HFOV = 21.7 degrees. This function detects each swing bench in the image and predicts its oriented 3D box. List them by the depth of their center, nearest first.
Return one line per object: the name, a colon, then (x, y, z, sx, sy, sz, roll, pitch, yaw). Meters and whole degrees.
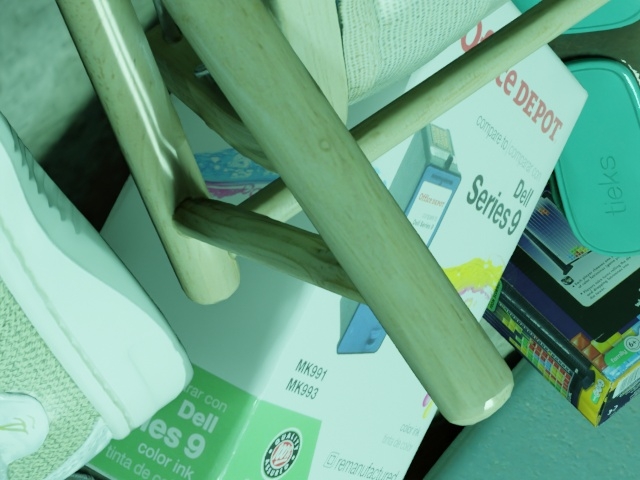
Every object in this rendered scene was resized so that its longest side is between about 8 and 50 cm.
swing bench: (0.038, -0.139, 0.434, 0.253, 0.165, 0.254, -35, 113, -19)

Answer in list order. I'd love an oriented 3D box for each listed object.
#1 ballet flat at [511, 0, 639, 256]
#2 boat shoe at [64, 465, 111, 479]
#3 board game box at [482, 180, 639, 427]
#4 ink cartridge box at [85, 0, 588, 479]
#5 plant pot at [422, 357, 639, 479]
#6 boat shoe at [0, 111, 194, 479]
ballet flat: (0.114, -0.104, 0.707, 0.087, 0.083, 0.247, -75, 155, -43)
boat shoe: (-0.068, 0.139, 0.624, 0.223, 0.073, 0.080, 42, 77, -33)
board game box: (0.146, -0.013, 0.812, 0.170, 0.141, 0.048, -34, 153, -22)
ink cartridge box: (0.000, 0.000, 0.624, 0.212, 0.093, 0.154, -65, 154, -3)
plant pot: (0.232, 0.170, 1.092, 0.252, 0.247, 0.248, -54, 157, -23)
boat shoe: (-0.137, -0.011, 0.415, 0.103, 0.118, 0.320, -48, 148, -10)
